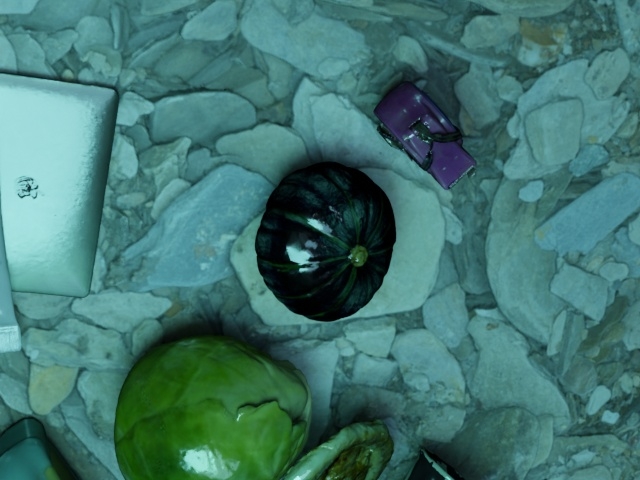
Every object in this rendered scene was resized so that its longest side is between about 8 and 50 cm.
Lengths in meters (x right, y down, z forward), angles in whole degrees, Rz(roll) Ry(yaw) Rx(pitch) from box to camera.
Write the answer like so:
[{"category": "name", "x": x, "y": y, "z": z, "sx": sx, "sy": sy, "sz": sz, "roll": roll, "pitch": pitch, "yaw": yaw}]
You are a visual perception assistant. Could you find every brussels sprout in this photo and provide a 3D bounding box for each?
[{"category": "brussels sprout", "x": -0.133, "y": 0.226, "z": 1.785, "sx": 0.244, "sy": 0.244, "sz": 0.244, "roll": -4, "pitch": 109, "yaw": -11}]

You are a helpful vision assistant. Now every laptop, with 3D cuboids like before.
[{"category": "laptop", "x": -0.350, "y": -0.064, "z": 1.744, "sx": 0.187, "sy": 0.015, "sz": 0.269, "roll": 6, "pitch": 106, "yaw": -15}]

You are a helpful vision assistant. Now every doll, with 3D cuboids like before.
[{"category": "doll", "x": -0.415, "y": 0.365, "z": 1.796, "sx": 0.260, "sy": 0.161, "sz": 0.177, "roll": -32, "pitch": 113, "yaw": -3}]

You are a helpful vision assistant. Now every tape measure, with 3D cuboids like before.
[{"category": "tape measure", "x": 0.122, "y": -0.130, "z": 1.770, "sx": 0.074, "sy": 0.125, "sz": 0.118, "roll": -43, "pitch": 128, "yaw": 2}]

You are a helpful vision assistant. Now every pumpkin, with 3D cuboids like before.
[{"category": "pumpkin", "x": 0.009, "y": 0.002, "z": 1.775, "sx": 0.194, "sy": 0.150, "sz": 0.194, "roll": -9, "pitch": 119, "yaw": -16}]

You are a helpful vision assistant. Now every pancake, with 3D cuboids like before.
[{"category": "pancake", "x": 0.000, "y": 0.324, "z": 1.862, "sx": 0.253, "sy": 0.037, "sz": 0.254, "roll": -35, "pitch": 153, "yaw": -21}]

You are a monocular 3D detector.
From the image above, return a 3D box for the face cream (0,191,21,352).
[{"category": "face cream", "x": -0.472, "y": -0.050, "z": 1.660, "sx": 0.234, "sy": 0.137, "sz": 0.420, "roll": -7, "pitch": 111, "yaw": -18}]

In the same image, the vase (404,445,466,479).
[{"category": "vase", "x": 0.061, "y": 0.445, "z": 1.938, "sx": 0.165, "sy": 0.165, "sz": 0.360, "roll": 39, "pitch": 93, "yaw": -21}]
